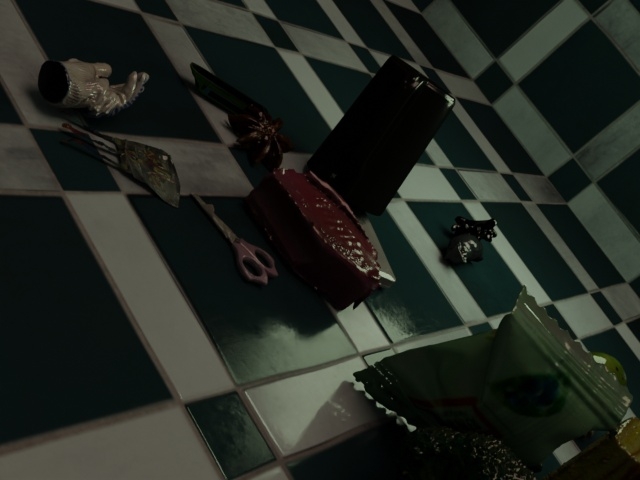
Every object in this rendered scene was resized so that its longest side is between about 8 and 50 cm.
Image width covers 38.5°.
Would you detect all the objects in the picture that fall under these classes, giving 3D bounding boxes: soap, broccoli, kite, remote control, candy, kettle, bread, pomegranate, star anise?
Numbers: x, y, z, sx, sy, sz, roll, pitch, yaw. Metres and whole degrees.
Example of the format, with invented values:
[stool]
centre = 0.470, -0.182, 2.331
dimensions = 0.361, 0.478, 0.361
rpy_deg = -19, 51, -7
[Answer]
[soap]
centre = 0.000, 0.000, 1.749
dimensions = 0.289, 0.112, 0.182
rpy_deg = 55, 30, 12
[broccoli]
centre = 0.203, 0.416, 1.341
dimensions = 0.297, 0.297, 0.297
rpy_deg = 51, 47, 5
[kite]
centre = -0.331, -0.144, 1.545
dimensions = 0.245, 0.015, 0.141
rpy_deg = 26, 31, -39
[remote control]
centre = 0.084, -0.007, 1.964
dimensions = 0.103, 0.034, 0.250
rpy_deg = 22, 35, -42
[candy]
centre = 0.263, 0.250, 1.506
dimensions = 0.263, 0.398, 0.172
rpy_deg = 51, 50, -9
[kettle]
centre = 0.121, -0.237, 1.980
dimensions = 0.203, 0.308, 0.262
rpy_deg = 45, 17, 32
[bread]
centre = 0.543, 0.459, 1.799
dimensions = 0.184, 0.234, 0.110
rpy_deg = -1, 52, -57
[pomegranate]
centre = 0.638, 0.365, 2.174
dimensions = 0.180, 0.180, 0.209
rpy_deg = 27, 62, -37
[star anise]
centre = -0.118, -0.216, 1.904
dimensions = 0.168, 0.057, 0.168
rpy_deg = 21, 49, -26

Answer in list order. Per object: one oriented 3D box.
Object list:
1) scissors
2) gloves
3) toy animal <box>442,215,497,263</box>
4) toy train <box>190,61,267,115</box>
[scissors]
centre = -0.156, -0.008, 1.618
dimensions = 0.212, 0.021, 0.110
rpy_deg = 50, 24, 2
[gloves]
centre = -0.377, -0.260, 1.543
dimensions = 0.119, 0.097, 0.229
rpy_deg = 51, 33, 15
[toy animal]
centre = 0.361, 0.026, 2.324
dimensions = 0.210, 0.121, 0.117
rpy_deg = -44, 137, -48
[toy train]
centre = -0.200, -0.302, 1.928
dimensions = 0.209, 0.042, 0.044
rpy_deg = 29, 25, -34
